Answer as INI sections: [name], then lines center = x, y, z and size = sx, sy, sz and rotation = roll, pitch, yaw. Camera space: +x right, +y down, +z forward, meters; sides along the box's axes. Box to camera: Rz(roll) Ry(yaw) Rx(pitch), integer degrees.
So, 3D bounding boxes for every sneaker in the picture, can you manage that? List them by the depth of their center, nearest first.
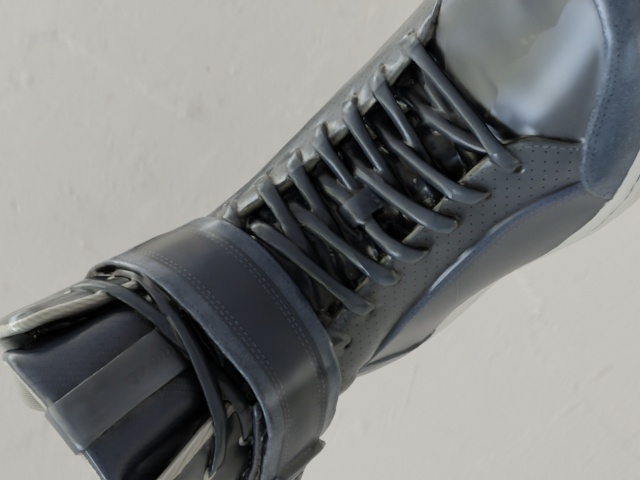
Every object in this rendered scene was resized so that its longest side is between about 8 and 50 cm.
[sneaker]
center = 0.001, 0.002, 0.469
size = 0.163, 0.226, 0.086
rotation = -28, -107, -38
